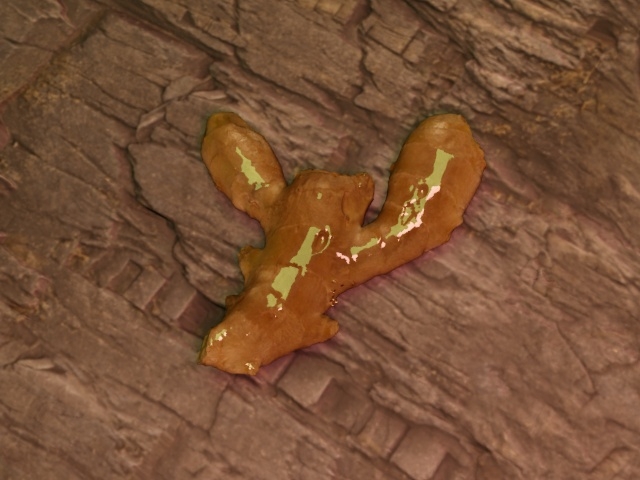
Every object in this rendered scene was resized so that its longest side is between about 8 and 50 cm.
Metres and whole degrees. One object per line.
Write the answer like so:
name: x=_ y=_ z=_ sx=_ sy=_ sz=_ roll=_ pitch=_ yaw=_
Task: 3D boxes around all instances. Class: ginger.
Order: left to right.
ginger: x=0.015 y=0.006 z=1.706 sx=0.363 sy=0.122 sz=0.348 roll=4 pitch=72 yaw=3
